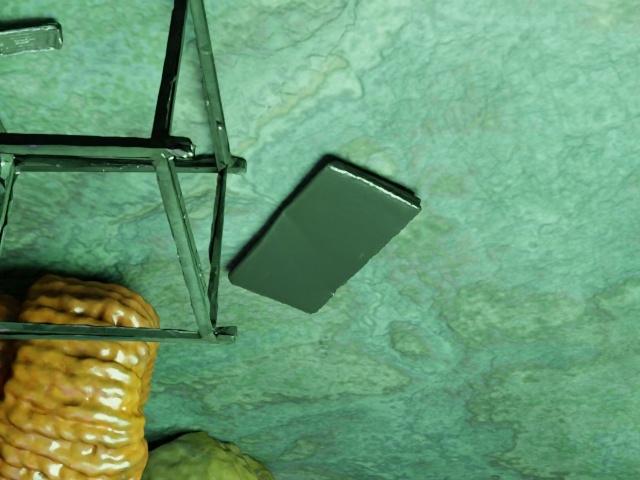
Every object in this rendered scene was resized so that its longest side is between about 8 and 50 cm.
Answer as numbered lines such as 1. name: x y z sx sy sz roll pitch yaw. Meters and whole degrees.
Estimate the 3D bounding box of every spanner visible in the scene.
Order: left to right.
1. spanner: -0.404 -0.185 1.165 0.325 0.026 0.093 -5 139 8

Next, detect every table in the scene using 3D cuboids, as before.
1. table: -0.219 -0.077 1.092 0.272 0.222 0.335 1 150 3

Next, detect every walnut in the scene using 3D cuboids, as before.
1. walnut: -0.177 0.357 1.682 0.238 0.204 0.141 -6 118 2

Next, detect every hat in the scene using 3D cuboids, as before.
1. hat: -0.390 0.179 1.391 0.400 0.285 0.285 4 141 -13

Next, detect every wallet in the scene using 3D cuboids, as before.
1. wallet: 0.000 -0.001 1.355 0.124 0.025 0.244 22 139 -21
